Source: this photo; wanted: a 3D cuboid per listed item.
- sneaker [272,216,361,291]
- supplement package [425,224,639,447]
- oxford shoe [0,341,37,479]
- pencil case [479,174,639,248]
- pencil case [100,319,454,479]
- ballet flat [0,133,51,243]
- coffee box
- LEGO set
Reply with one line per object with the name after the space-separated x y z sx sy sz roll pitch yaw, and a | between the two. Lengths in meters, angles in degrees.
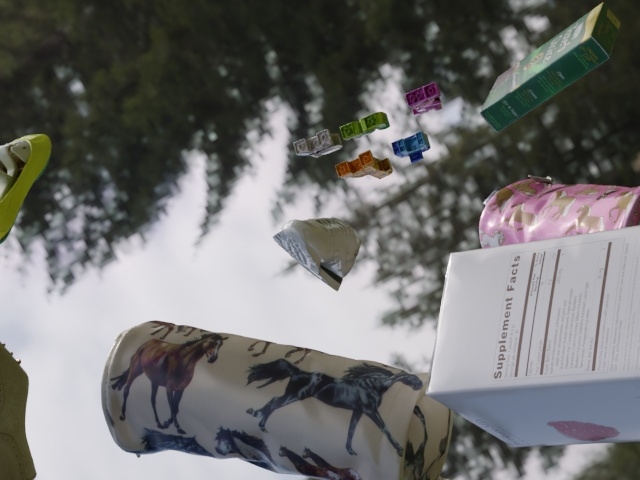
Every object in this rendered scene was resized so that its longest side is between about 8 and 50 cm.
0.000 0.000 2.301 0.090 0.095 0.235 38 178 20 | sneaker
0.288 0.107 1.592 0.177 0.293 0.175 33 -121 -40 | supplement package
-0.478 0.162 2.009 0.146 0.140 0.397 -16 -80 -46 | oxford shoe
0.404 -0.013 2.280 0.386 0.160 0.167 7 116 62 | pencil case
-0.046 0.208 1.774 0.183 0.410 0.160 79 -152 -46 | pencil case
-0.468 -0.096 2.246 0.077 0.077 0.231 59 -144 -40 | ballet flat
0.293 -0.220 1.906 0.040 0.184 0.113 48 -144 -12 | coffee box
0.089 -0.136 2.147 0.093 0.227 0.087 16 -124 -65 | LEGO set
